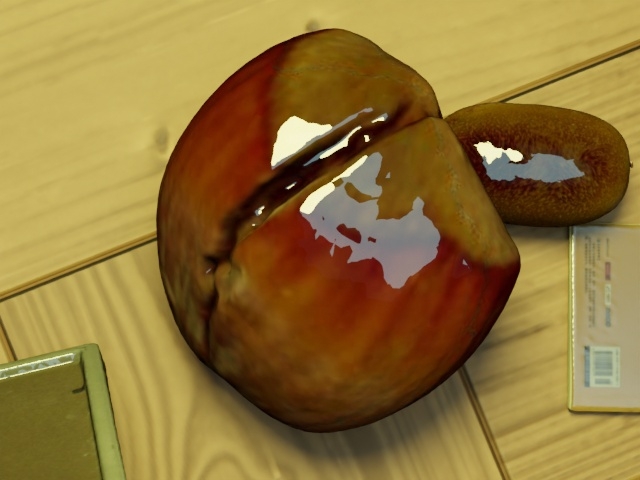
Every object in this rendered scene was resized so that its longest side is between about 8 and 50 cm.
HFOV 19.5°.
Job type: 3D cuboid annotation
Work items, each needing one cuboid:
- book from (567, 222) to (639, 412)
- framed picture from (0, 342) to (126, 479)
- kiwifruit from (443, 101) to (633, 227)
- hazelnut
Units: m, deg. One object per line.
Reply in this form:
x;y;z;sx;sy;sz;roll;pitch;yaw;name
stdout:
0.238;0.049;1.150;0.172;0.012;0.118;2;84;-5;book
-0.215;0.143;0.955;0.241;0.324;0.020;-13;110;-8;framed picture
0.126;-0.046;1.119;0.125;0.075;0.075;1;84;0;kiwifruit
-0.002;0.000;1.047;0.181;0.181;0.212;-31;71;-8;hazelnut
